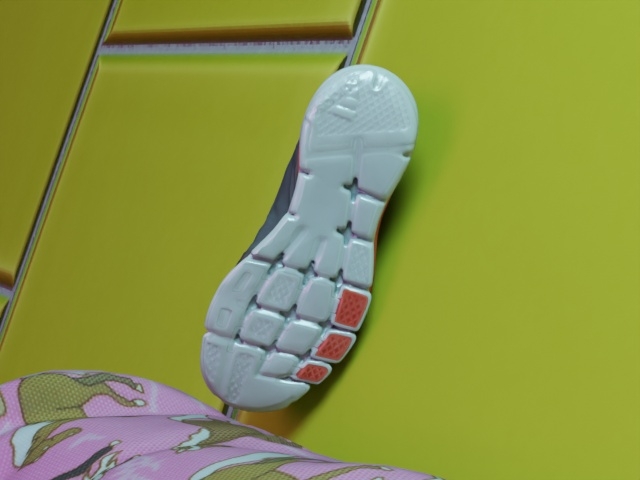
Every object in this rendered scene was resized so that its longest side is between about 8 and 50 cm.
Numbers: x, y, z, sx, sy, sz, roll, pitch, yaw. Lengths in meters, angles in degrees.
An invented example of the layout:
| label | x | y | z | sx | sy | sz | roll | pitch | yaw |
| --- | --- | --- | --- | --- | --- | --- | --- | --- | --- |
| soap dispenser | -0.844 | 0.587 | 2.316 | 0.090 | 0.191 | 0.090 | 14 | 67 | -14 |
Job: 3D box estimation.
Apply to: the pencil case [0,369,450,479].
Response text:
| label | x | y | z | sx | sy | sz | roll | pitch | yaw |
| --- | --- | --- | --- | --- | --- | --- | --- | --- | --- |
| pencil case | -0.008 | 0.129 | 0.494 | 0.160 | 0.167 | 0.386 | -43 | 19 | -20 |

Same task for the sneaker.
| label | x | y | z | sx | sy | sz | roll | pitch | yaw |
| --- | --- | --- | --- | --- | --- | --- | --- | --- | --- |
| sneaker | 0.000 | 0.000 | 0.710 | 0.158 | 0.061 | 0.065 | -63 | 2 | 9 |
